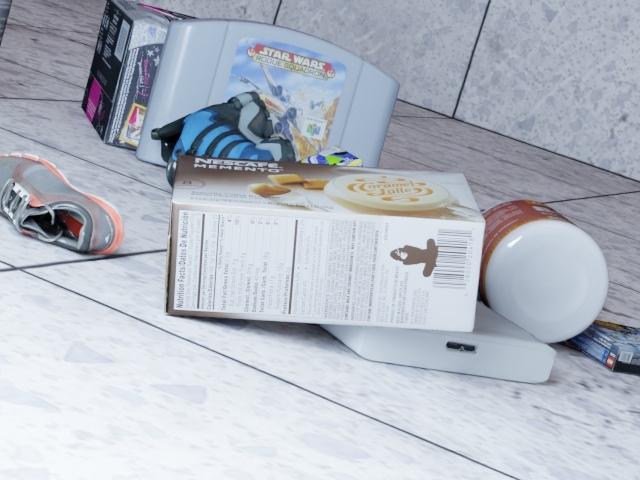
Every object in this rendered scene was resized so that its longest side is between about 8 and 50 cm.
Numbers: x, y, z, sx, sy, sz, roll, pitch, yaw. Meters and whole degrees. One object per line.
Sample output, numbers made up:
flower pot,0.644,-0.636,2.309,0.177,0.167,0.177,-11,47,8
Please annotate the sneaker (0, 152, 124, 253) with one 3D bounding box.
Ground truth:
sneaker,-0.245,-0.033,1.400,0.158,0.061,0.065,21,17,22

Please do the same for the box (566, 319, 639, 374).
box,0.321,0.111,1.636,0.137,0.027,0.094,11,13,-29

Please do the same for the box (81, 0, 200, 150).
box,-0.206,-0.209,2.088,0.142,0.163,0.247,12,12,-18

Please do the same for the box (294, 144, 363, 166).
box,-0.040,-0.025,1.458,0.169,0.059,0.054,-23,27,-18

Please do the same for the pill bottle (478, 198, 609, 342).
pill bottle,0.208,0.023,1.648,0.121,0.121,0.216,16,8,-7

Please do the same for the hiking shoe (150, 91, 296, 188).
hiking shoe,-0.095,-0.063,1.760,0.132,0.113,0.304,-16,24,-8

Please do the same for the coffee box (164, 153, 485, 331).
coffee box,0.000,0.000,1.333,0.246,0.098,0.141,4,17,-3

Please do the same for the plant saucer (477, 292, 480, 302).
plant saucer,0.111,0.026,1.618,0.119,0.021,0.119,48,-13,15

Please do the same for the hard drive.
hard drive,0.046,0.048,1.495,0.203,0.040,0.307,11,13,-32

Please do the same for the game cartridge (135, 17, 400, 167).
game cartridge,-0.058,-0.158,1.972,0.297,0.198,0.062,13,11,-19

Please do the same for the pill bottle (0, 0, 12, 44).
pill bottle,-0.441,-0.312,1.935,0.162,0.278,0.162,16,10,-3
